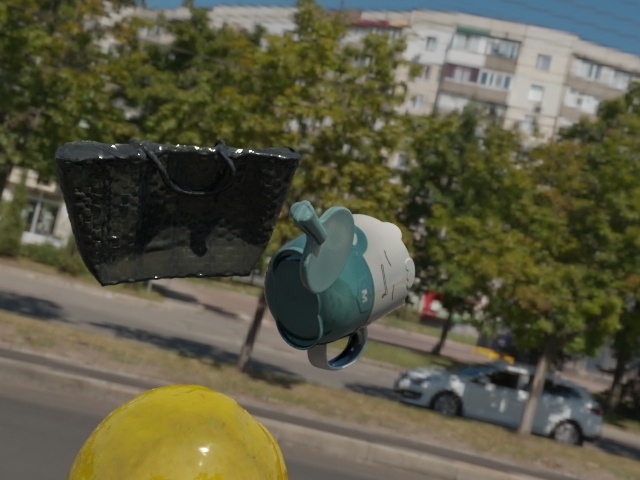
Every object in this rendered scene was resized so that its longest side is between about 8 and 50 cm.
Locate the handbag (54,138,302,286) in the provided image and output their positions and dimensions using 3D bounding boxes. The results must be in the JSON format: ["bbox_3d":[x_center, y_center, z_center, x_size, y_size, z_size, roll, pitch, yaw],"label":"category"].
[{"bbox_3d":[-0.163,-0.041,1.082,0.270,0.175,0.089,-2,42,-20],"label":"handbag"}]

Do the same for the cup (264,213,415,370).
[{"bbox_3d":[0.030,0.109,1.863,0.219,0.290,0.257,8,19,35],"label":"cup"}]

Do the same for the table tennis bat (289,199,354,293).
[{"bbox_3d":[0.000,0.000,1.533,0.038,0.149,0.237,24,-13,24],"label":"table tennis bat"}]

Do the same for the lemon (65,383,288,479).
[{"bbox_3d":[-0.106,0.205,0.683,0.170,0.207,0.170,19,-4,1],"label":"lemon"}]
